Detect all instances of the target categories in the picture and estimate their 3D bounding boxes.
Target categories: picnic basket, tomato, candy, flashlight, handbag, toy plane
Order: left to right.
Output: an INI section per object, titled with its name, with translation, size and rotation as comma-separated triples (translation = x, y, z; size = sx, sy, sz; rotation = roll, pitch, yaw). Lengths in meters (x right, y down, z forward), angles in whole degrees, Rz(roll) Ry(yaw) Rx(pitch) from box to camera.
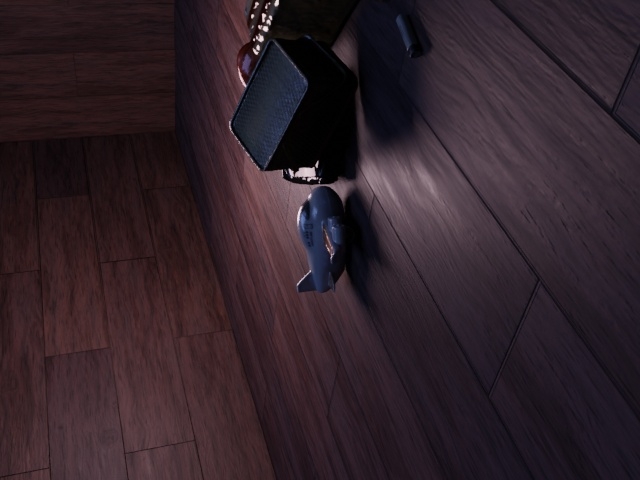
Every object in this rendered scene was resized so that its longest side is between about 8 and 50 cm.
[tomato]
translation = -0.126, -0.418, 1.848
size = 0.167, 0.167, 0.167
rotation = 173, 90, -73
[picnic basket]
translation = -0.057, -0.278, 1.553
size = 0.165, 0.139, 0.266
rotation = 54, 131, 27
[candy]
translation = -0.035, -0.493, 1.492
size = 0.321, 0.179, 0.135
rotation = 141, 119, -70
[handbag]
translation = -0.019, -0.250, 1.710
size = 0.223, 0.080, 0.246
rotation = 11, 106, 62
[toy plane]
translation = 0.000, 0.000, 1.667
size = 0.245, 0.117, 0.244
rotation = 173, 90, -74
[flashlight]
translation = 0.145, -0.337, 1.240
size = 0.018, 0.018, 0.083
rotation = 112, 147, -57
